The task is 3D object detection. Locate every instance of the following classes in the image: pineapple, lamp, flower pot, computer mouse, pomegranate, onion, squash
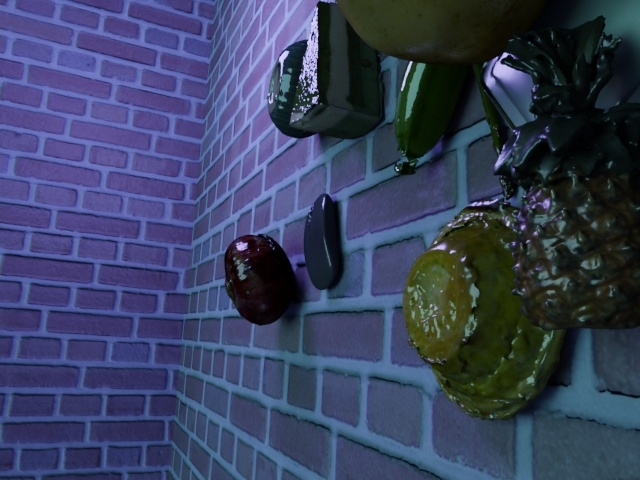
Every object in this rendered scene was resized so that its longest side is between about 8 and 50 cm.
[{"bbox_3d":[0.262,-0.070,0.534,0.170,0.141,0.310,-7,86,23],"label":"pineapple"},{"bbox_3d":[0.313,-0.229,0.627,0.266,0.047,0.269,120,148,-41],"label":"lamp"},{"bbox_3d":[-0.045,-0.379,1.353,0.189,0.157,0.243,-137,56,-60],"label":"flower pot"},{"bbox_3d":[-0.001,0.000,1.260,0.120,0.057,0.232,136,135,-55],"label":"computer mouse"},{"bbox_3d":[0.155,-0.357,0.655,0.307,0.307,0.308,-172,90,-66],"label":"pomegranate"},{"bbox_3d":[-0.163,0.099,1.436,0.246,0.190,0.246,48,146,48],"label":"onion"},{"bbox_3d":[0.190,-0.286,0.859,0.101,0.101,0.379,-130,51,-59],"label":"squash"}]

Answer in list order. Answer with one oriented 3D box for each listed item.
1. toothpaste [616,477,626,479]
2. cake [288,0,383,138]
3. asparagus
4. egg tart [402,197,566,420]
[{"bbox_3d":[0.268,0.298,0.593,0.190,0.031,0.048,122,144,-49],"label":"toothpaste"},{"bbox_3d":[0.026,-0.360,1.185,0.172,0.157,0.284,140,134,-59],"label":"cake"},{"bbox_3d":[0.250,-0.171,0.779,0.024,0.025,0.249,-28,57,41],"label":"asparagus"},{"bbox_3d":[0.195,0.087,0.717,0.295,0.116,0.295,-173,90,-68],"label":"egg tart"}]
